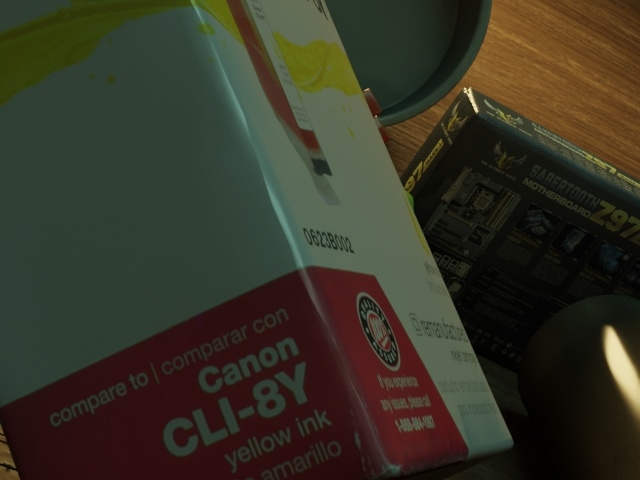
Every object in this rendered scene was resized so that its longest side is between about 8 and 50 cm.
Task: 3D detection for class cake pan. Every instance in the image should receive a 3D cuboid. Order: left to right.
[{"bbox_3d":[0.020,-0.246,1.498,0.293,0.293,0.054,32,-12,-6],"label":"cake pan"}]

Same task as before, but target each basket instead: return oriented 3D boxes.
[{"bbox_3d":[0.245,0.152,1.129,0.204,0.154,0.227,23,21,-27],"label":"basket"}]

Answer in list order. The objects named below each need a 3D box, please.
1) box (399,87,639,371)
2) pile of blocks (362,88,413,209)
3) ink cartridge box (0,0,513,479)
[{"bbox_3d":[0.166,0.006,1.261,0.232,0.183,0.059,25,24,-20],"label":"box"},{"bbox_3d":[0.000,0.000,1.058,0.149,0.112,0.362,53,31,-17],"label":"pile of blocks"},{"bbox_3d":[-0.069,-0.039,0.774,0.385,0.160,0.279,67,14,11],"label":"ink cartridge box"}]
